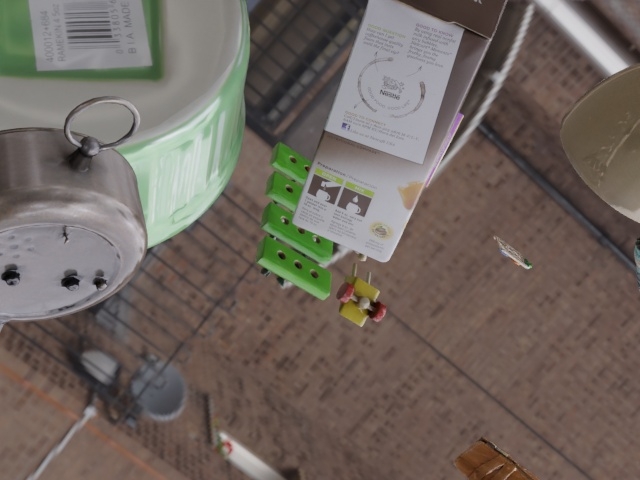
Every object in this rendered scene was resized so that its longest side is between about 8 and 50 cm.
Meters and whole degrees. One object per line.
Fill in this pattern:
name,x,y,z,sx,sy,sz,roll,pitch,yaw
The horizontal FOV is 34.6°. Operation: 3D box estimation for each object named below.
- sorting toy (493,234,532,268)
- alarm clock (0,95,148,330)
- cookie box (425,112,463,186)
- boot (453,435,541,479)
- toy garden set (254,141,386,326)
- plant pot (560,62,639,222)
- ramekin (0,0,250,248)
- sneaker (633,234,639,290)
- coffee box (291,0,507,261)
sorting toy,0.318,0.027,1.677,0.012,0.083,0.062,-51,-164,15
alarm clock,-0.155,-0.014,0.575,0.192,0.129,0.064,-48,-133,36
cookie box,0.123,-0.114,1.172,0.092,0.040,0.107,-63,-179,10
boot,0.212,0.297,1.156,0.073,0.152,0.197,-47,168,8
toy garden set,0.000,0.000,1.440,0.049,0.204,0.244,-44,-154,34
plant pot,0.555,-0.183,1.638,0.191,0.284,0.284,-58,-173,44
ramekin,-0.200,-0.149,0.840,0.303,0.303,0.148,-60,179,-28
sneaker,0.659,0.017,1.833,0.283,0.122,0.110,-20,-145,-27
coffee box,0.069,-0.122,0.872,0.141,0.098,0.246,-64,176,-46
